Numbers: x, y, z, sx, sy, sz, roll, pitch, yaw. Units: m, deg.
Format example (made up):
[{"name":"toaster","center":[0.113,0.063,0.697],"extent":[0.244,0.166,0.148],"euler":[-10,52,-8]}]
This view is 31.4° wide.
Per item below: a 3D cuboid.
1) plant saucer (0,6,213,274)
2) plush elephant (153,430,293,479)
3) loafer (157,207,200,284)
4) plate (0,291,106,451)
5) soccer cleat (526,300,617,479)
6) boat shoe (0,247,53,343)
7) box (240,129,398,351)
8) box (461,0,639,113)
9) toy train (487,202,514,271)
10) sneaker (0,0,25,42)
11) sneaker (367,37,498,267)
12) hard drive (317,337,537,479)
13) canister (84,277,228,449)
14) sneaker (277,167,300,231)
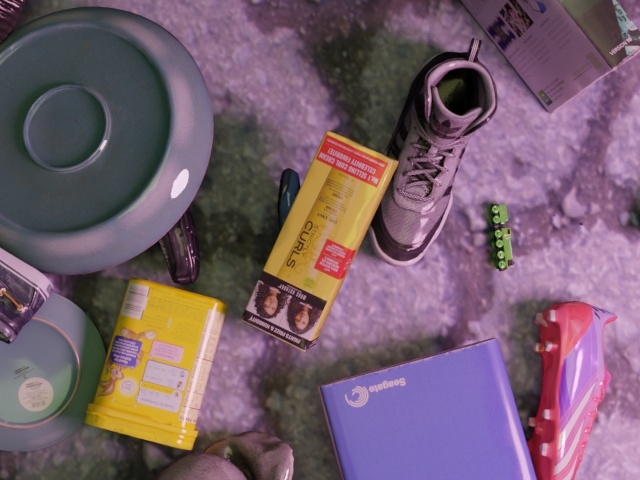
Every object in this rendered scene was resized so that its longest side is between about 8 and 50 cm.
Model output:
[{"name":"plant saucer","center":[-0.278,-0.121,1.270],"extent":[0.317,0.044,0.317],"euler":[-3,76,11]},{"name":"plush elephant","center":[-0.108,0.342,1.200],"extent":[0.272,0.255,0.330],"euler":[-6,124,-43]},{"name":"loafer","center":[-0.196,-0.051,1.304],"extent":[0.078,0.076,0.223],"euler":[-19,82,-2]},{"name":"plate","center":[-0.334,0.146,1.277],"extent":[0.188,0.024,0.188],"euler":[0,92,-13]},{"name":"soccer cleat","center":[0.293,0.194,1.323],"extent":[0.095,0.083,0.248],"euler":[6,81,-9]},{"name":"boat shoe","center":[-0.390,0.036,1.238],"extent":[0.183,0.065,0.083],"euler":[30,63,1]},{"name":"box","center":[0.000,0.000,1.263],"extent":[0.087,0.058,0.232],"euler":[27,97,7]},{"name":"box","center":[0.213,-0.304,1.284],"extent":[0.058,0.232,0.322],"euler":[-39,89,-7]},{"name":"toy train","center":[0.217,-0.004,1.364],"extent":[0.023,0.017,0.083],"euler":[-5,85,-16]},{"name":"sneaker","center":[-0.396,-0.337,1.297],"extent":[0.122,0.146,0.330],"euler":[31,91,-44]},{"name":"sneaker","center":[0.125,-0.103,1.295],"extent":[0.101,0.153,0.268],"euler":[19,83,-3]},{"name":"hard drive","center":[0.139,0.290,1.273],"extent":[0.210,0.040,0.319],"euler":[-14,85,-7]},{"name":"canister","center":[-0.182,0.138,1.285],"extent":[0.126,0.073,0.170],"euler":[16,82,-4]},{"name":"sneaker","center":[-0.018,-0.014,1.325],"extent":[0.059,0.053,0.144],"euler":[-8,94,-2]}]
